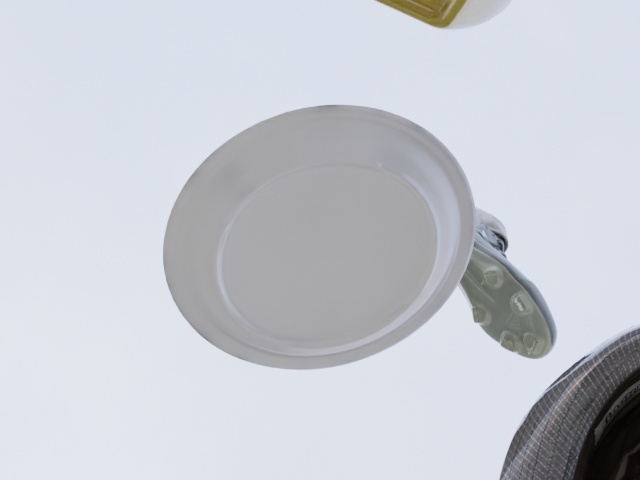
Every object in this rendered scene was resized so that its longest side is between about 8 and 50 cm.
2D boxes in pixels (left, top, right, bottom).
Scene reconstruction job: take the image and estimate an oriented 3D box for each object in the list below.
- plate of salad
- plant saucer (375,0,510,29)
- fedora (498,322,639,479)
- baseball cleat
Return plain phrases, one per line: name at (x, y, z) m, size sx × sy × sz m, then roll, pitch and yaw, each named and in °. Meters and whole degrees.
plate of salad at (0.000, 0.000, 0.647) m, size 0.199 × 0.048 × 0.200 m, roll -6°, pitch -56°, yaw -9°
plant saucer at (0.036, -0.286, 0.733) m, size 0.332 × 0.081 × 0.333 m, roll 22°, pitch -24°, yaw -6°
fedora at (0.202, 0.170, 0.484) m, size 0.243 × 0.275 × 0.124 m, roll -2°, pitch -29°, yaw 6°
baseball cleat at (0.160, 0.022, 0.945) m, size 0.206 × 0.109 × 0.072 m, roll 48°, pitch -49°, yaw 28°
